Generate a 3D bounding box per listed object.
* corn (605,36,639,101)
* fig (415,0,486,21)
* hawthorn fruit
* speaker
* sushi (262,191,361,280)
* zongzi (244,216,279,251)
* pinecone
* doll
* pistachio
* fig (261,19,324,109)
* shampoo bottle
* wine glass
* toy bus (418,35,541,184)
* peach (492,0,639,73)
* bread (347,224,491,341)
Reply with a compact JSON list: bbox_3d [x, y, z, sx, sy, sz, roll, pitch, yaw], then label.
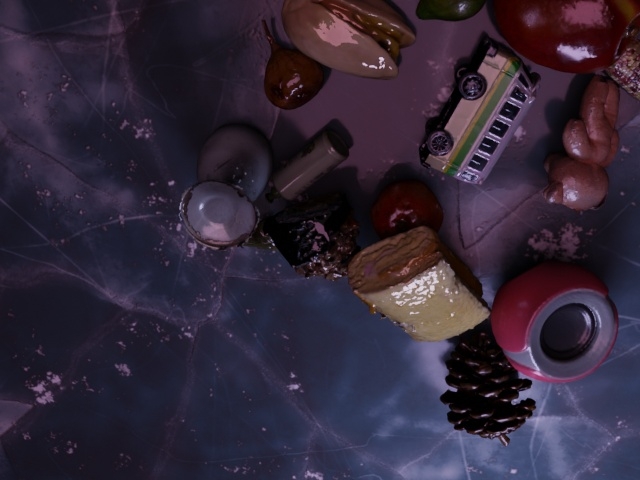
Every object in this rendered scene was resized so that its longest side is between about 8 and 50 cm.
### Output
[{"bbox_3d":[0.742,-0.334,1.480,0.289,0.098,0.098,38,113,-8],"label":"corn"},{"bbox_3d":[0.275,-0.524,1.468,0.156,0.123,0.123,-32,104,32],"label":"fig"},{"bbox_3d":[0.207,-0.054,1.623,0.179,0.200,0.179,2,106,8],"label":"hawthorn fruit"},{"bbox_3d":[0.565,0.200,1.631,0.294,0.294,0.294,3,112,8],"label":"speaker"},{"bbox_3d":[0.002,0.005,1.668,0.225,0.238,0.219,-12,115,31],"label":"sushi"},{"bbox_3d":[-0.161,0.017,1.795,0.154,0.062,0.130,-22,119,23],"label":"zongzi"},{"bbox_3d":[0.429,0.388,1.766,0.243,0.244,0.309,-9,95,13],"label":"pinecone"},{"bbox_3d":[0.590,-0.221,1.542,0.201,0.156,0.304,7,95,-35],"label":"doll"},{"bbox_3d":[0.055,-0.467,1.505,0.299,0.187,0.188,27,114,-8],"label":"pistachio"},{"bbox_3d":[-0.091,-0.410,1.579,0.146,0.134,0.201,-38,86,7],"label":"fig"},{"bbox_3d":[-0.045,-0.170,1.661,0.234,0.118,0.087,-36,100,21],"label":"shampoo bottle"},{"bbox_3d":[-0.211,-0.139,1.582,0.190,0.357,0.191,0,121,0],"label":"wine glass"},{"bbox_3d":[0.364,-0.288,1.534,0.179,0.143,0.306,26,113,-4],"label":"toy bus"},{"bbox_3d":[0.484,-0.487,1.366,0.361,0.201,0.258,35,127,11],"label":"peach"},{"bbox_3d":[0.239,0.121,1.612,0.236,0.165,0.375,-26,146,18],"label":"bread"}]
